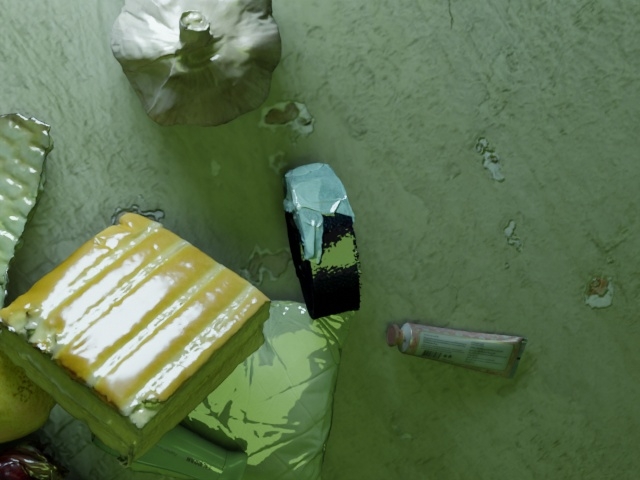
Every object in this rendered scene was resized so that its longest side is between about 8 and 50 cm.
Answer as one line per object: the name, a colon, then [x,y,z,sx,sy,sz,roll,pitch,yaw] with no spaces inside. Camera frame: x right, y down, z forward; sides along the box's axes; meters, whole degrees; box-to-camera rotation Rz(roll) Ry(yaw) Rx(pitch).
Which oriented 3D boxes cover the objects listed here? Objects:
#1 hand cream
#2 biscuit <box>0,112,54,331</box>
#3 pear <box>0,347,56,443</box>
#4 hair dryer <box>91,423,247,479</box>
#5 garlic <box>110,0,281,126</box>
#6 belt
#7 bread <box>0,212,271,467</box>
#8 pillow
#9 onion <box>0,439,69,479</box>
hand cream: [0.194,0.151,1.466,0.209,0.043,0.067,13,104,-19]
biscuit: [-0.438,-0.033,1.255,0.187,0.036,0.273,16,80,-1]
pear: [-0.415,0.179,1.299,0.178,0.178,0.178,-3,105,-10]
hair dryer: [-0.161,0.190,1.334,0.206,0.075,0.237,24,87,-15]
garlic: [-0.145,-0.231,1.208,0.218,0.212,0.218,-1,100,-7]
belt: [0.000,0.000,1.326,0.078,0.151,0.198,-11,92,-8]
bread: [-0.227,0.108,1.232,0.246,0.239,0.111,-44,156,-35]
pillow: [-0.113,0.200,1.400,0.281,0.076,0.274,9,98,-8]
onion: [-0.402,0.359,1.272,0.314,0.314,0.232,14,89,-14]
